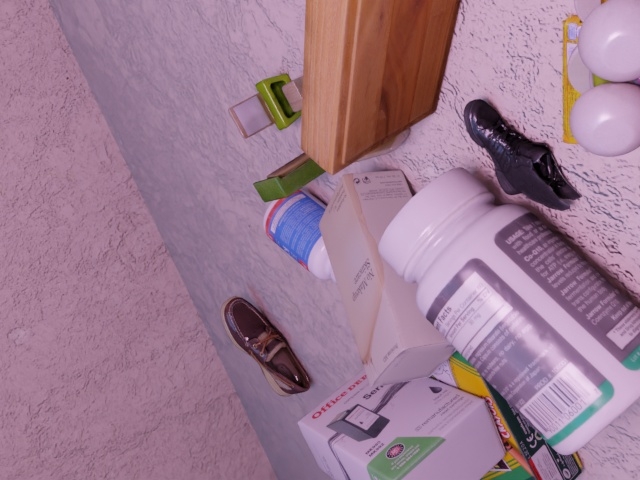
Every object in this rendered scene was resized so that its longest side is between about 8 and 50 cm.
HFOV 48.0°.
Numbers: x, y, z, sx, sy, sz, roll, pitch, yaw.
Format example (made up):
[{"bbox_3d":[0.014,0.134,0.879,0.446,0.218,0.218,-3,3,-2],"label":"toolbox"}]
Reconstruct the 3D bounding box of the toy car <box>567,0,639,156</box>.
[{"bbox_3d":[0.307,-0.174,0.674,0.136,0.159,0.182,3,131,15],"label":"toy car"}]

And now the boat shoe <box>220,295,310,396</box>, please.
[{"bbox_3d":[-0.144,0.295,2.017,0.123,0.123,0.342,-16,109,55],"label":"boat shoe"}]

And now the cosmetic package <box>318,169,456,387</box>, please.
[{"bbox_3d":[0.105,0.057,1.149,0.160,0.113,0.309,115,144,-53],"label":"cosmetic package"}]

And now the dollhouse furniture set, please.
[{"bbox_3d":[-0.022,-0.196,1.177,0.301,0.151,0.197,-6,115,61],"label":"dollhouse furniture set"}]

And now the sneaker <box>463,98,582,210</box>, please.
[{"bbox_3d":[0.255,-0.112,0.916,0.170,0.051,0.089,58,155,-15],"label":"sneaker"}]

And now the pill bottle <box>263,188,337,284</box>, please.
[{"bbox_3d":[0.000,0.000,1.399,0.221,0.124,0.124,39,149,33],"label":"pill bottle"}]

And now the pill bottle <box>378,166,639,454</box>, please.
[{"bbox_3d":[0.259,0.082,0.954,0.361,0.204,0.204,47,153,19],"label":"pill bottle"}]

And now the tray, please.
[{"bbox_3d":[0.080,-0.279,0.844,0.076,0.203,0.411,44,152,25],"label":"tray"}]

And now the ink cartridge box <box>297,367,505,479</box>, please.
[{"bbox_3d":[0.127,0.334,1.220,0.289,0.211,0.121,10,129,58],"label":"ink cartridge box"}]

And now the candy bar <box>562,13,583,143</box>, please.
[{"bbox_3d":[0.291,-0.175,0.812,0.040,0.018,0.161,25,140,42],"label":"candy bar"}]

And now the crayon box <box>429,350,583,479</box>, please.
[{"bbox_3d":[0.252,0.265,1.291,0.363,0.106,0.313,61,154,-9],"label":"crayon box"}]
